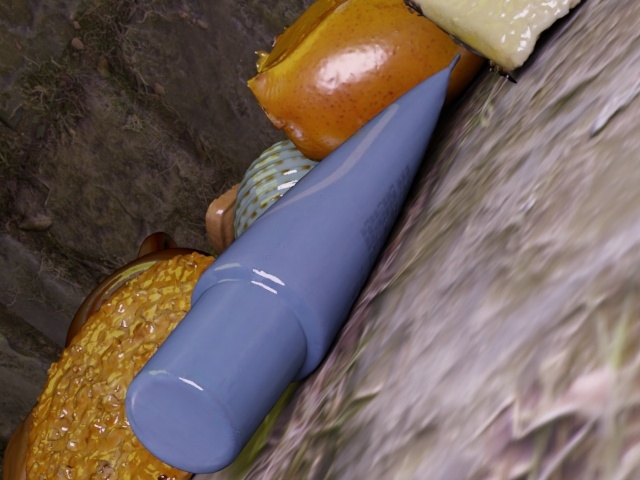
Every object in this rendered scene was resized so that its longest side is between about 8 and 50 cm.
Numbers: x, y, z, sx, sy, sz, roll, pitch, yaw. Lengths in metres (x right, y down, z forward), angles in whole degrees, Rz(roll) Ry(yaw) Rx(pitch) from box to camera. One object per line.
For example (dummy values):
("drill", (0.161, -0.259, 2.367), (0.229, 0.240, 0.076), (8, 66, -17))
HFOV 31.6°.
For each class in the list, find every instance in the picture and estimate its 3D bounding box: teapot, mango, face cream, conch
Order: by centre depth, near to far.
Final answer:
("face cream", (0.000, 0.000, 0.734), (0.135, 0.086, 0.385), (-55, -1, 39))
("mango", (0.061, -0.168, 0.934), (0.252, 0.126, 0.154), (-40, 36, -3))
("conch", (-0.029, -0.023, 1.014), (0.153, 0.102, 0.135), (-56, -9, -32))
("teapot", (-0.149, 0.086, 1.083), (0.178, 0.135, 0.252), (-20, 34, 10))

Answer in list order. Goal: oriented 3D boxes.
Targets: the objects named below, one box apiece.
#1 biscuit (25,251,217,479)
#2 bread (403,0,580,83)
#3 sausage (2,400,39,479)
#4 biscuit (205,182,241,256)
("biscuit", (-0.151, 0.119, 0.893), (0.254, 0.035, 0.254), (-30, 40, 29))
("bread", (0.148, -0.184, 0.773), (0.147, 0.127, 0.152), (-53, -28, 13))
("sausage", (-0.251, 0.217, 1.166), (0.241, 0.120, 0.136), (-64, -20, -72))
("biscuit", (-0.055, -0.019, 1.140), (0.162, 0.035, 0.250), (-63, -18, 6))
